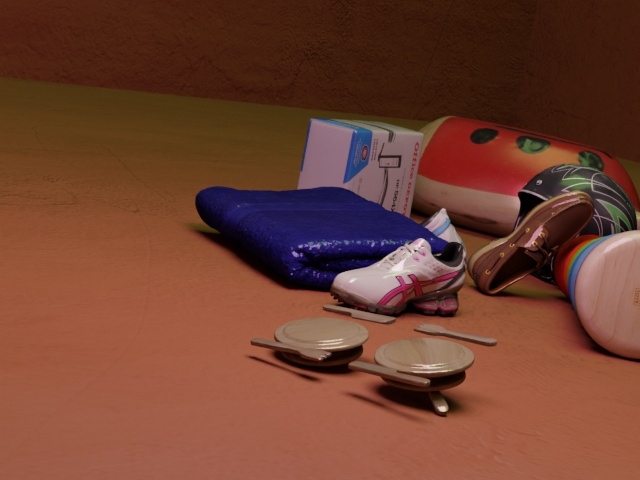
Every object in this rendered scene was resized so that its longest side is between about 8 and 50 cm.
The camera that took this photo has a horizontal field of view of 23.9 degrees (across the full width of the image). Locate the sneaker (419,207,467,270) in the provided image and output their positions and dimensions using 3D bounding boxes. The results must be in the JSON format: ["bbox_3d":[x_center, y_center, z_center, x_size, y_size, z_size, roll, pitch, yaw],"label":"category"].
[{"bbox_3d":[0.150,0.016,1.939,0.083,0.071,0.190,53,-1,4],"label":"sneaker"}]

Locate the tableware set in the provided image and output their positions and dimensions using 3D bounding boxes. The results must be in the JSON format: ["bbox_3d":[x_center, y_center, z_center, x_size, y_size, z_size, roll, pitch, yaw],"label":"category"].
[{"bbox_3d":[0.046,0.106,1.347,0.194,0.039,0.128,10,19,34],"label":"tableware set"}]

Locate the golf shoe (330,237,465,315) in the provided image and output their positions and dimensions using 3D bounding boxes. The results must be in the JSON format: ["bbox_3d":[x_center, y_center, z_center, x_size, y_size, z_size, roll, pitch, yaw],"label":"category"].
[{"bbox_3d":[0.084,0.036,1.649,0.186,0.086,0.067,-1,16,-44],"label":"golf shoe"}]

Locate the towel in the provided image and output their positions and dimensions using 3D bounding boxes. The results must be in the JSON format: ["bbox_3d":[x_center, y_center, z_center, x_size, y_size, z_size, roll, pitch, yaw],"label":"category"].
[{"bbox_3d":[0.000,0.000,1.832,0.228,0.076,0.308,-1,14,-24],"label":"towel"}]

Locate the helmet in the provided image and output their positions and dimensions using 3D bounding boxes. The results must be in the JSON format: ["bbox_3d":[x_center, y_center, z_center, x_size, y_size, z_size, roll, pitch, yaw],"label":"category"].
[{"bbox_3d":[0.342,-0.022,2.035,0.169,0.161,0.169,10,10,-2],"label":"helmet"}]

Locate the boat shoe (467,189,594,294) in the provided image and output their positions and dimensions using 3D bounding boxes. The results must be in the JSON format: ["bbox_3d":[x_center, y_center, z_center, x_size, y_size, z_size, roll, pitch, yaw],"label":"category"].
[{"bbox_3d":[0.265,0.008,1.859,0.064,0.178,0.060,50,10,-30],"label":"boat shoe"}]

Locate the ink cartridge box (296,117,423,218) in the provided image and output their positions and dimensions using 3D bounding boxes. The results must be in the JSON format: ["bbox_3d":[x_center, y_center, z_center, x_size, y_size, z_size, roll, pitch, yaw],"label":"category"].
[{"bbox_3d":[0.058,-0.095,2.190,0.086,0.148,0.203,16,11,31],"label":"ink cartridge box"}]

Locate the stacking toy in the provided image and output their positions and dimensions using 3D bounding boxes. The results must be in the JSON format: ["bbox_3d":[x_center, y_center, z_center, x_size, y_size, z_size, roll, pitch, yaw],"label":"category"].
[{"bbox_3d":[0.342,0.051,1.785,0.141,0.141,0.330,10,3,-2],"label":"stacking toy"}]

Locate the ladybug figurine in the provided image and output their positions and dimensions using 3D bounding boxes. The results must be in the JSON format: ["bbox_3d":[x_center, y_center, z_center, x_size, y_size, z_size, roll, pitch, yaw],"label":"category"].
[{"bbox_3d":[0.320,-0.095,2.437,0.449,0.162,0.305,16,10,26],"label":"ladybug figurine"}]
